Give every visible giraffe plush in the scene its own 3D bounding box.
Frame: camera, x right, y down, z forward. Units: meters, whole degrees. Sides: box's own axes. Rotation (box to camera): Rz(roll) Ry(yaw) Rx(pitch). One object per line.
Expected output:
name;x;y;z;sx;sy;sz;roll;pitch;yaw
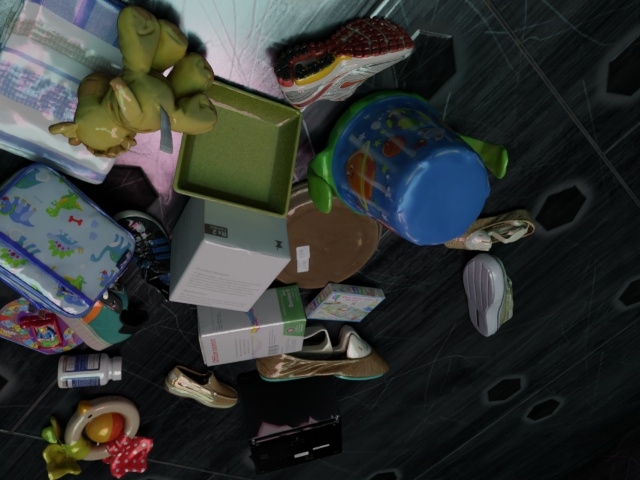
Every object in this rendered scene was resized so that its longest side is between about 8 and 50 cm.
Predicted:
giraffe plush;-0.262;-0.184;0.713;0.170;0.210;0.181;-15;145;27

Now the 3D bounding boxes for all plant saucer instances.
plant saucer;0.000;0.000;1.053;0.278;0.041;0.278;-9;131;-11
plant saucer;-0.133;-0.142;0.835;0.188;0.045;0.188;13;78;-27

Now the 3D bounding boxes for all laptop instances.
laptop;-0.074;0.449;1.330;0.234;0.136;0.264;-11;131;-9

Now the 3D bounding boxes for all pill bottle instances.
pill bottle;-0.482;0.272;1.095;0.120;0.067;0.067;1;128;-19

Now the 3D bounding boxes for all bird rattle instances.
bird rattle;-0.502;0.459;1.209;0.253;0.143;0.207;17;105;-33

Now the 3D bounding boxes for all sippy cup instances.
sippy cup;0.151;-0.110;0.866;0.305;0.224;0.240;-42;125;4

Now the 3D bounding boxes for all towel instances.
towel;-0.359;-0.223;0.754;0.209;0.034;0.285;24;117;-34

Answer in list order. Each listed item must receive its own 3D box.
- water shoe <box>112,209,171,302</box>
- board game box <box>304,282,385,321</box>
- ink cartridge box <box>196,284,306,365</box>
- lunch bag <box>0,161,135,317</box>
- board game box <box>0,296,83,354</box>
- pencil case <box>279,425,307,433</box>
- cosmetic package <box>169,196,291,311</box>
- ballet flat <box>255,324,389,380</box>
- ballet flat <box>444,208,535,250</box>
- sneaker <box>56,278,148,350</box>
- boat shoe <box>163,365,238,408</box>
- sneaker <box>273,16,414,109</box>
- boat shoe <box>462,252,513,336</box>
water shoe;-0.303;0.030;0.948;0.073;0.080;0.203;-25;131;2
board game box;0.055;0.141;1.167;0.154;0.026;0.103;11;135;-37
ink cartridge box;-0.146;0.180;1.092;0.212;0.093;0.154;-9;146;-13
lunch bag;-0.417;0.006;0.809;0.219;0.090;0.176;51;58;-31
board game box;-0.546;0.180;1.021;0.133;0.033;0.168;-40;129;15
pencil case;-0.036;0.524;1.444;0.206;0.086;0.088;42;71;-39
cosmetic package;-0.162;0.008;0.904;0.151;0.151;0.184;14;138;-28
ballet flat;0.017;0.263;1.244;0.342;0.116;0.124;4;107;-17
ballet flat;0.377;-0.016;1.145;0.206;0.067;0.073;-19;132;-2
sneaker;-0.425;0.085;0.943;0.121;0.108;0.302;-24;139;-1
boat shoe;-0.269;0.342;1.228;0.190;0.068;0.072;25;105;-33
sneaker;0.039;-0.278;0.822;0.225;0.088;0.093;-19;152;-2
boat shoe;0.414;0.120;1.262;0.094;0.109;0.302;-33;142;-11
